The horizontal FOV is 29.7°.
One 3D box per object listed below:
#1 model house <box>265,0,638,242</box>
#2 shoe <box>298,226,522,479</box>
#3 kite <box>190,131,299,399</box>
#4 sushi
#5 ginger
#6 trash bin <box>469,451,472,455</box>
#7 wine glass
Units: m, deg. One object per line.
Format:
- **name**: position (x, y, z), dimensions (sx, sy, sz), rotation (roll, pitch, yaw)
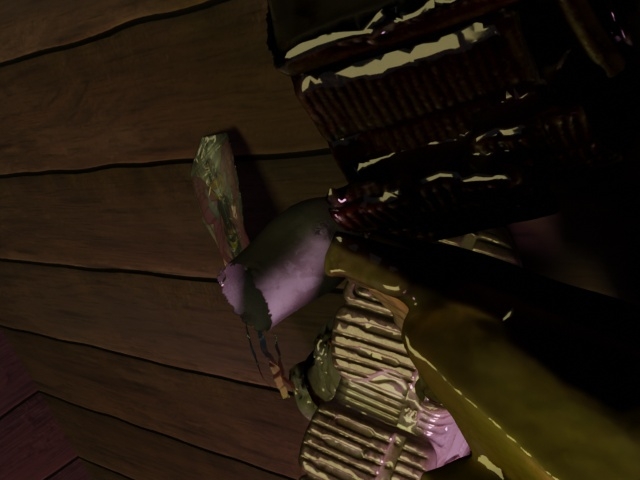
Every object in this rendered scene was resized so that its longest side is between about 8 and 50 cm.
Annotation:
- **model house**: position (0.122, -0.133, 0.995), dimensions (0.317, 0.297, 0.282), rotation (-17, 123, 24)
- **shoe**: position (0.103, 0.132, 1.262), dimensions (0.172, 0.198, 0.351), rotation (29, 100, 20)
- **kite**: position (-0.102, 0.035, 1.571), dimensions (0.360, 0.022, 0.204), rotation (70, 158, 7)
- **sushi**: position (0.042, 0.166, 1.485), dimensions (0.130, 0.124, 0.332), rotation (60, 159, 10)
- **ginger**: position (0.154, 0.138, 0.941), dimensions (0.358, 0.211, 0.413), rotation (21, -173, 6)
- **trash bin**: position (0.220, 0.442, 1.369), dimensions (0.256, 0.296, 0.367), rotation (7, 133, 53)
- **wine glass**: position (0.000, 0.000, 1.268), dimensions (0.103, 0.222, 0.103), rotation (36, 149, 26)
